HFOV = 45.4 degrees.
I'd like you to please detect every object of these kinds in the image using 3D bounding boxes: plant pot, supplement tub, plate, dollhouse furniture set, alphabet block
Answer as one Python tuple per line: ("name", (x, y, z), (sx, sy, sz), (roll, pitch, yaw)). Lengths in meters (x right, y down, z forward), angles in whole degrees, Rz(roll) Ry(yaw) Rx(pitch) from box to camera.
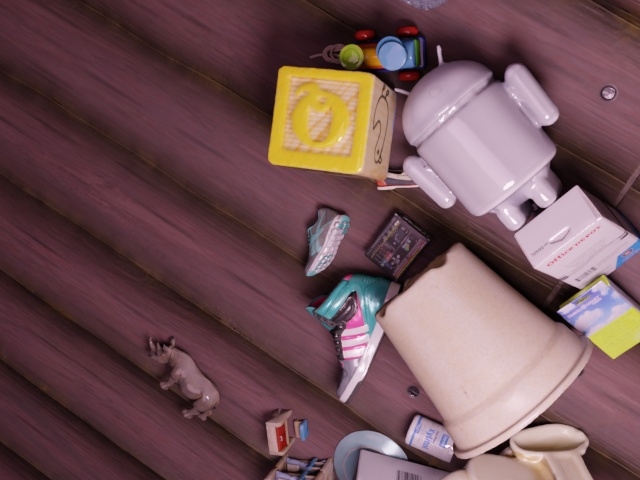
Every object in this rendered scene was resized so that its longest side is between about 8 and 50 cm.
("plant pot", (0.282, 0.183, 1.455), (0.334, 0.334, 0.305), (-43, 85, 25))
("supplement tub", (0.246, 0.433, 1.679), (0.107, 0.071, 0.071), (21, 111, 15))
("plate", (0.116, 0.533, 1.782), (0.188, 0.024, 0.188), (6, 107, 20))
("dollhouse furniture set", (-0.056, 0.508, 1.783), (0.129, 0.129, 0.183), (-1, 104, 21))
("alphabet block", (0.028, -0.224, 1.492), (0.193, 0.197, 0.192), (7, 94, 18))

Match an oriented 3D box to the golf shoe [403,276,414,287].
("golf shoe", (0.187, 0.166, 1.633), (0.086, 0.069, 0.176), (-6, 101, 29))

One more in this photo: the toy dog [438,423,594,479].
("toy dog", (0.399, 0.633, 1.534), (0.395, 0.284, 0.407), (-5, 115, -13))

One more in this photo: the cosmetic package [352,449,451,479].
("cosmetic package", (0.167, 0.618, 1.703), (0.224, 0.138, 0.224), (14, 108, 3))

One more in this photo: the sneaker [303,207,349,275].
("sneaker", (0.000, 0.000, 1.669), (0.076, 0.065, 0.166), (38, 112, 25))

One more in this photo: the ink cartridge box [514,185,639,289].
("ink cartridge box", (0.475, 0.000, 1.395), (0.148, 0.203, 0.086), (-43, 49, 25))

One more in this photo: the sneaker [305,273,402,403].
("sneaker", (0.045, 0.196, 1.659), (0.178, 0.124, 0.295), (23, 104, 9))

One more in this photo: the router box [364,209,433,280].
("router box", (0.164, 0.011, 1.612), (0.092, 0.038, 0.122), (40, 115, 7))

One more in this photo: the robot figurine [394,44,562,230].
("robot figurine", (0.290, -0.187, 1.419), (0.300, 0.200, 0.353), (-41, 88, 26))

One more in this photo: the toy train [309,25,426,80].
("toy train", (0.071, -0.356, 1.488), (0.248, 0.143, 0.105), (1, 104, 21))

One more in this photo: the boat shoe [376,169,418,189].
("boat shoe", (0.177, -0.131, 1.565), (0.137, 0.049, 0.043), (-3, 101, 27))

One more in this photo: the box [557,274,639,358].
("box", (0.544, 0.142, 1.461), (0.178, 0.042, 0.109), (36, 117, -21))

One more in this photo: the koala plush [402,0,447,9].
("koala plush", (0.171, -0.517, 1.362), (0.196, 0.221, 0.203), (0, 105, 21))

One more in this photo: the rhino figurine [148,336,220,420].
("rhino figurine", (-0.338, 0.329, 1.874), (0.243, 0.073, 0.106), (50, 119, 4))
